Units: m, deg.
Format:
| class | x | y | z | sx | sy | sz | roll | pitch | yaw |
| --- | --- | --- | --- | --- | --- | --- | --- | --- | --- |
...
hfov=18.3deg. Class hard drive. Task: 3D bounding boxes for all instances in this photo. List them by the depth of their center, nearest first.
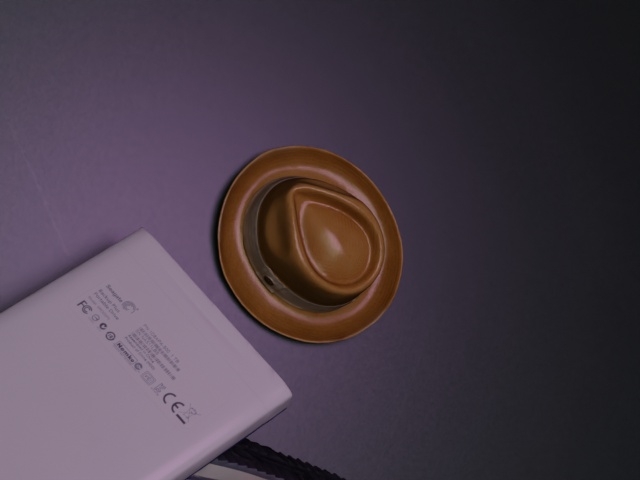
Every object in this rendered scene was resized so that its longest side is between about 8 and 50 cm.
| class | x | y | z | sx | sy | sz | roll | pitch | yaw |
| --- | --- | --- | --- | --- | --- | --- | --- | --- | --- |
| hard drive | -0.210 | 0.143 | 1.686 | 0.318 | 0.040 | 0.210 | -33 | 71 | -31 |

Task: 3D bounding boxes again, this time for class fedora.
| class | x | y | z | sx | sy | sz | roll | pitch | yaw |
| --- | --- | --- | --- | --- | --- | --- | --- | --- | --- |
| fedora | 0.000 | 0.000 | 1.860 | 0.194 | 0.079 | 0.194 | 3 | 82 | -20 |

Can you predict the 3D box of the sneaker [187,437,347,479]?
| class | x | y | z | sx | sy | sz | roll | pitch | yaw |
| --- | --- | --- | --- | --- | --- | --- | --- | --- | --- |
| sneaker | -0.043 | 0.268 | 1.813 | 0.319 | 0.112 | 0.131 | 25 | 99 | -18 |
